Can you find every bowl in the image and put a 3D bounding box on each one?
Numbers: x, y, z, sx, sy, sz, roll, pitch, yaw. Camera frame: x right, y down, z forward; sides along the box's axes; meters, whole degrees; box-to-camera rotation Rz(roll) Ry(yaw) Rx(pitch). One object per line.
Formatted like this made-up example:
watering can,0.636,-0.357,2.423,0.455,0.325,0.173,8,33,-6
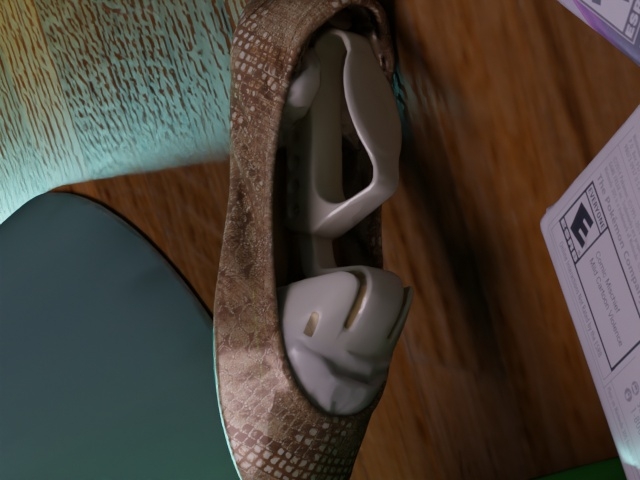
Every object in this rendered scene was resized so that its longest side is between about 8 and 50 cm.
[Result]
bowl,-0.160,0.146,0.945,0.311,0.163,0.312,35,138,39

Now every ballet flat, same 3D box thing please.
ballet flat,0.000,0.000,0.631,0.067,0.073,0.206,-14,76,47

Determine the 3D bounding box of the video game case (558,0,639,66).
video game case,0.043,-0.198,0.518,0.274,0.026,0.196,44,144,30

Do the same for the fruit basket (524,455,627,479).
fruit basket,0.026,0.276,0.554,0.392,0.392,0.283,63,150,3

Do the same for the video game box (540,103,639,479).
video game box,0.142,0.035,0.453,0.187,0.048,0.205,120,140,-57
